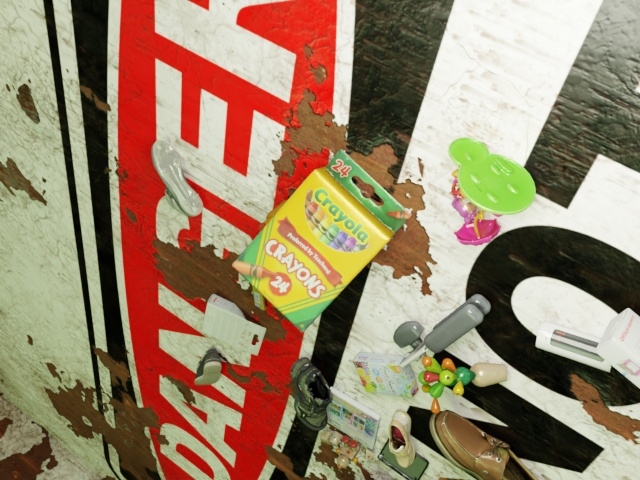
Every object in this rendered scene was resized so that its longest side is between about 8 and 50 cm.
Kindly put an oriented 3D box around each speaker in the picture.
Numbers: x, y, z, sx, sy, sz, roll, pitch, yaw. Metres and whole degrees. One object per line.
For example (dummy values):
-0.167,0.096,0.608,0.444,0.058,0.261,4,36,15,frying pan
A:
0.466,0.191,1.205,0.136,0.055,0.055,18,131,30,speaker

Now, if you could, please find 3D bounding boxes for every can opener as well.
0.239,0.189,1.380,0.093,0.074,0.280,47,139,1,can opener

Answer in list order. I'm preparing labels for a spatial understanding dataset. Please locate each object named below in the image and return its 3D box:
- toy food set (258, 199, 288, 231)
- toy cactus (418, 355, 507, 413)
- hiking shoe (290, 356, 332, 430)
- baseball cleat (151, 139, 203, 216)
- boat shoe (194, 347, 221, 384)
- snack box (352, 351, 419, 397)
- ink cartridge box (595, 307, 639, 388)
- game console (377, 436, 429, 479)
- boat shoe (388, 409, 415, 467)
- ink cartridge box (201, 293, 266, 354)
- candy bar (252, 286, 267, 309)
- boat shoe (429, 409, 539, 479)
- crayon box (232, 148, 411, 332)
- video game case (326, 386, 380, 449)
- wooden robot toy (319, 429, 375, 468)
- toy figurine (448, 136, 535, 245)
-0.018,0.014,1.437,0.232,0.104,0.111,52,139,-5,toy food set
0.293,0.290,1.369,0.180,0.112,0.219,-7,156,11,toy cactus
-0.016,0.425,1.750,0.114,0.086,0.227,25,135,54,hiking shoe
-0.372,-0.146,1.640,0.109,0.072,0.206,-8,112,51,baseball cleat
-0.351,0.399,2.076,0.206,0.075,0.065,122,144,-54,boat shoe
0.155,0.321,1.584,0.141,0.037,0.100,-3,120,41,snack box
0.538,0.188,1.115,0.122,0.088,0.052,42,142,7,ink cartridge box
0.219,0.584,1.757,0.122,0.071,0.107,33,167,17,game console
0.198,0.510,1.667,0.063,0.059,0.170,7,119,34,boat shoe
-0.241,0.238,1.868,0.179,0.045,0.145,22,135,1,ink cartridge box
-0.161,0.117,1.706,0.040,0.018,0.162,23,134,30,candy bar
0.380,0.480,1.478,0.307,0.111,0.104,43,136,-10,boat shoe
0.000,0.000,1.318,0.202,0.081,0.318,42,106,4,crayon box
0.085,0.479,1.783,0.157,0.019,0.143,26,135,24,video game case
0.062,0.588,1.830,0.173,0.079,0.076,20,149,27,wooden robot toy
0.266,-0.065,1.147,0.173,0.130,0.159,54,154,26,toy figurine
